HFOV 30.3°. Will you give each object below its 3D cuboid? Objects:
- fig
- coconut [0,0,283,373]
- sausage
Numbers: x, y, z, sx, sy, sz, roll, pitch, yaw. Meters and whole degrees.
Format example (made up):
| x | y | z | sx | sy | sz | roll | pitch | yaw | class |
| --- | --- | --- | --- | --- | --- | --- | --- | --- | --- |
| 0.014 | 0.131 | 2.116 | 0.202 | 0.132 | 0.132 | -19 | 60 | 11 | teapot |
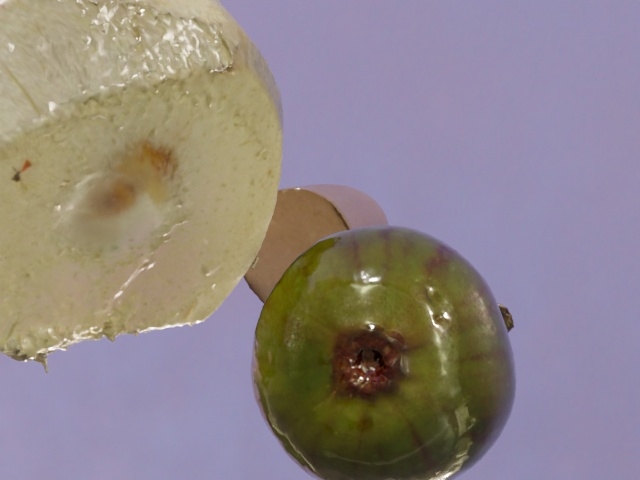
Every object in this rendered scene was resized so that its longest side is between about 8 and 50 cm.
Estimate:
| x | y | z | sx | sy | sz | roll | pitch | yaw | class |
| --- | --- | --- | --- | --- | --- | --- | --- | --- | --- |
| 0.052 | 0.076 | 0.724 | 0.151 | 0.151 | 0.259 | 7 | -4 | 16 | fig |
| -0.184 | -0.079 | 0.804 | 0.254 | 0.297 | 0.297 | 41 | -29 | 39 | coconut |
| 0.000 | 0.000 | 1.248 | 0.123 | 0.253 | 0.123 | 1 | -85 | 12 | sausage |
